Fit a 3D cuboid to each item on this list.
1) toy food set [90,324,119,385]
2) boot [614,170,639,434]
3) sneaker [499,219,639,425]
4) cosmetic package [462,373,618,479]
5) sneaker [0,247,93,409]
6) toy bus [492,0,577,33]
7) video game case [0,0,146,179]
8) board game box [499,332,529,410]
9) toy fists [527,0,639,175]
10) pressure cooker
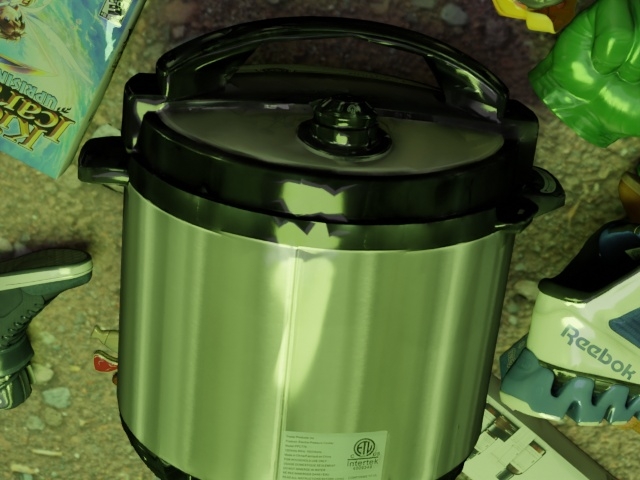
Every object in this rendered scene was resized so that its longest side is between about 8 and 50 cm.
[{"bbox_3d":[-0.218,0.152,1.411,0.122,0.019,0.077,16,116,-1],"label":"toy food set"},{"bbox_3d":[0.344,0.087,1.257,0.211,0.104,0.295,-42,110,16],"label":"boot"},{"bbox_3d":[0.330,0.075,1.118,0.316,0.127,0.182,2,102,-16],"label":"sneaker"},{"bbox_3d":[0.232,0.255,1.380,0.239,0.060,0.099,40,114,-11],"label":"cosmetic package"},{"bbox_3d":[-0.334,0.102,1.358,0.226,0.086,0.163,-13,102,23],"label":"sneaker"},{"bbox_3d":[0.144,-0.310,1.089,0.212,0.149,0.220,5,119,19],"label":"toy bus"},{"bbox_3d":[-0.338,-0.229,1.225,0.270,0.061,0.244,28,116,-6],"label":"video game case"},{"bbox_3d":[0.234,0.130,1.304,0.020,0.090,0.090,39,113,-13],"label":"board game box"},{"bbox_3d":[0.332,-0.118,1.104,0.279,0.096,0.142,36,117,-17],"label":"toy fists"},{"bbox_3d":[0.002,0.002,1.110,0.376,0.370,0.420,24,119,37],"label":"pressure cooker"}]
